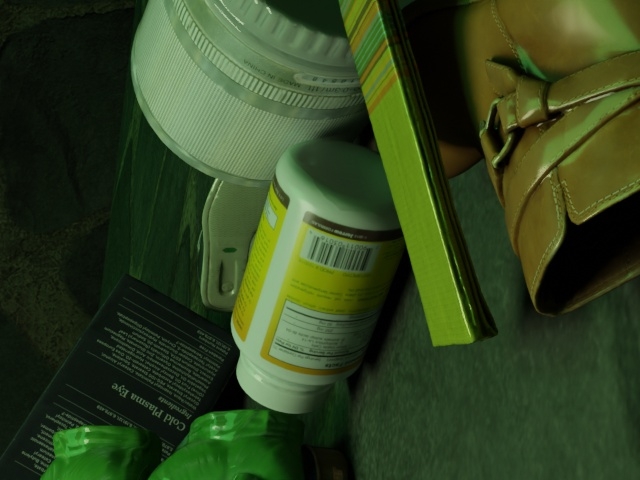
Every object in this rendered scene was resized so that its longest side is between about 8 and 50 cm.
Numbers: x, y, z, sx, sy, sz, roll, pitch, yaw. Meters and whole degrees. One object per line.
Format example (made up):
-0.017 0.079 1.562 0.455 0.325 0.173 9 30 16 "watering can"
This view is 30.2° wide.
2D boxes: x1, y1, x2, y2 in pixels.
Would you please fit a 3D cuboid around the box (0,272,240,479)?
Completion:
-0.270 0.268 1.440 0.313 0.178 0.343 -62 3 -36 "box"

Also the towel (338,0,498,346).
0.052 -0.055 0.690 0.102 0.021 0.237 138 117 -82 "towel"

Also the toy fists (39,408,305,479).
-0.138 0.229 1.019 0.096 0.279 0.142 41 -135 -54 "toy fists"

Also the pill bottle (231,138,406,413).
-0.003 0.034 0.964 0.117 0.117 0.215 -106 30 -54 "pill bottle"

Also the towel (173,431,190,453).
-0.112 0.417 1.139 0.321 0.090 0.375 115 150 -50 "towel"

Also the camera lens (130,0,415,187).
-0.030 -0.183 0.980 0.274 0.219 0.220 133 142 -62 "camera lens"

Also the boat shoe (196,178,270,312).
-0.103 -0.028 1.387 0.079 0.084 0.233 -105 25 -52 "boat shoe"

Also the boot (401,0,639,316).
0.119 -0.053 0.663 0.283 0.109 0.220 130 140 -50 "boot"

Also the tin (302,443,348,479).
-0.016 0.253 1.045 0.190 0.040 0.106 119 158 -51 "tin"
